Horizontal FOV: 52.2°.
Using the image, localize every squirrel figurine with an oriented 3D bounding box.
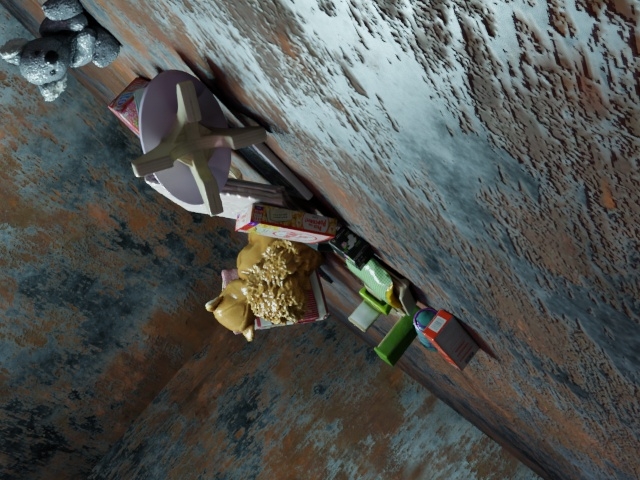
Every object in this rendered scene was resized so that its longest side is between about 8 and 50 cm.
[{"bbox_3d":[-0.174,0.120,1.989,0.281,0.370,0.397,44,171,-19],"label":"squirrel figurine"}]

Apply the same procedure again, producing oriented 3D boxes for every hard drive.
[{"bbox_3d":[0.000,0.000,1.620,0.094,0.022,0.135,3,-165,-32],"label":"hard drive"}]

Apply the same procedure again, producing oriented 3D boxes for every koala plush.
[{"bbox_3d":[-0.645,-0.465,1.598,0.196,0.221,0.203,46,171,-34],"label":"koala plush"}]

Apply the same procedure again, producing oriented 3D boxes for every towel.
[{"bbox_3d":[-0.153,0.181,2.201,0.037,0.328,0.237,105,154,-57],"label":"towel"},{"bbox_3d":[-0.208,-0.098,1.548,0.331,0.054,0.317,10,172,10],"label":"towel"}]

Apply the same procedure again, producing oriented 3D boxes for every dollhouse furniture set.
[{"bbox_3d":[0.124,0.156,1.589,0.197,0.151,0.301,37,171,28],"label":"dollhouse furniture set"}]

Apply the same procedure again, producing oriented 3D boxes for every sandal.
[{"bbox_3d":[-0.020,0.115,2.420,0.179,0.040,0.067,46,171,-31],"label":"sandal"}]

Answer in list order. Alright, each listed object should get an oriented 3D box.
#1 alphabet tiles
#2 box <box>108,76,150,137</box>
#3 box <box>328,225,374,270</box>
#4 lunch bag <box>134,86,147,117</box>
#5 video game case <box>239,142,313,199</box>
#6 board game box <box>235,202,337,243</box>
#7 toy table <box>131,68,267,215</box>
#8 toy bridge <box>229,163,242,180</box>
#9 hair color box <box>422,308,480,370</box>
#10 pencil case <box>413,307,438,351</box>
[{"bbox_3d":[0.165,0.154,1.897,0.237,0.009,0.198,44,172,-19],"label":"alphabet tiles"},{"bbox_3d":[-0.440,-0.313,1.805,0.257,0.123,0.128,47,171,-37],"label":"box"},{"bbox_3d":[0.069,0.018,1.461,0.083,0.052,0.062,38,171,26],"label":"box"},{"bbox_3d":[-0.368,-0.255,1.602,0.279,0.107,0.224,111,146,-79],"label":"lunch bag"},{"bbox_3d":[-0.115,-0.166,1.446,0.190,0.022,0.173,45,171,-23],"label":"video game case"},{"bbox_3d":[-0.079,-0.036,1.458,0.193,0.045,0.146,10,171,-18],"label":"board game box"},{"bbox_3d":[-0.243,-0.183,1.259,0.161,0.252,0.274,40,156,59],"label":"toy table"},{"bbox_3d":[-0.263,-0.207,1.895,0.063,0.026,0.188,36,171,26],"label":"toy bridge"},{"bbox_3d":[0.292,0.222,1.451,0.141,0.072,0.043,47,169,-34],"label":"hair color box"},{"bbox_3d":[0.265,0.214,1.556,0.070,0.065,0.152,-3,154,17],"label":"pencil case"}]
